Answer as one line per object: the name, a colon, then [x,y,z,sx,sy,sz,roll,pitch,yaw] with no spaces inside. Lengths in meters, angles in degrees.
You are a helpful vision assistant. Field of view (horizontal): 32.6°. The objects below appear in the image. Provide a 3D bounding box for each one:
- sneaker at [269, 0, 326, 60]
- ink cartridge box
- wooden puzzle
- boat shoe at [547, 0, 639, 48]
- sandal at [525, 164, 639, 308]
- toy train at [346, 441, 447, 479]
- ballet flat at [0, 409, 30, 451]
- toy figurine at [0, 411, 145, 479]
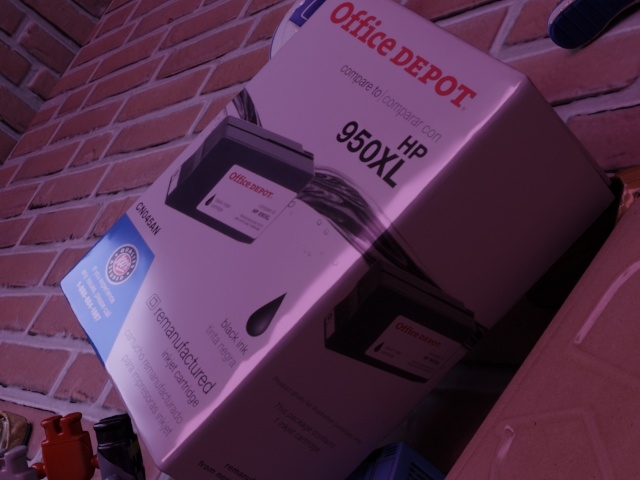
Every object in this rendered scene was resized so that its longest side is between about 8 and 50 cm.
sneaker: [-0.003,-0.175,1.430,0.182,0.127,0.315,2,65,54]
ink cartridge box: [0.000,0.000,0.931,0.395,0.166,0.285,-46,40,2]
wooden puzzle: [0.241,0.133,0.696,0.348,0.080,0.322,-51,27,-6]
boat shoe: [0.305,-0.275,1.112,0.183,0.066,0.066,-34,30,31]
sandal: [0.246,-0.023,0.895,0.219,0.060,0.090,-34,32,30]
toy train: [0.024,0.239,0.905,0.184,0.080,0.105,-31,24,42]
ballet flat: [-0.476,0.327,1.586,0.073,0.067,0.206,-41,29,20]
toy figurine: [-0.305,0.285,1.214,0.209,0.213,0.148,-10,91,48]
